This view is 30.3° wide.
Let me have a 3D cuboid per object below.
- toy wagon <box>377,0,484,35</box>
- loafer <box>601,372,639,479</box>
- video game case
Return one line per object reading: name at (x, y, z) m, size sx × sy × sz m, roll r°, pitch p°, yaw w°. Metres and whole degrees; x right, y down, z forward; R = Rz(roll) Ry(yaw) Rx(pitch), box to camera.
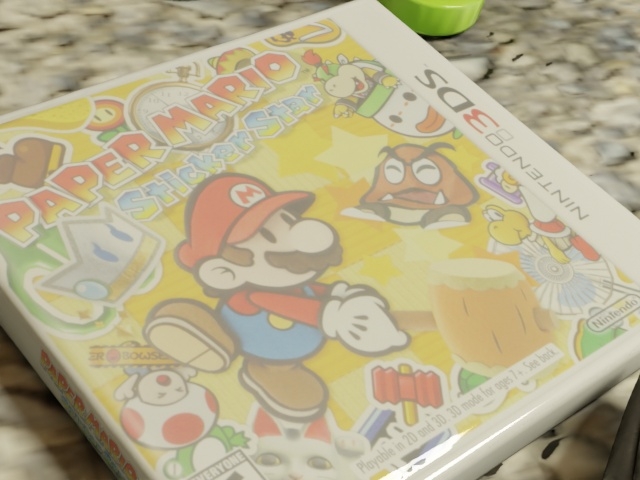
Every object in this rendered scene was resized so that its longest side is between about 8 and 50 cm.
toy wagon at (0.057, -0.210, 0.478) m, size 0.345 × 0.267 × 0.068 m, roll 8°, pitch 45°, yaw -8°
loafer at (0.099, 0.095, 0.351) m, size 0.061 × 0.062 × 0.170 m, roll 1°, pitch 37°, yaw 45°
video game case at (0.000, 0.000, 0.428) m, size 0.227 × 0.026 × 0.206 m, roll -25°, pitch 57°, yaw -33°
